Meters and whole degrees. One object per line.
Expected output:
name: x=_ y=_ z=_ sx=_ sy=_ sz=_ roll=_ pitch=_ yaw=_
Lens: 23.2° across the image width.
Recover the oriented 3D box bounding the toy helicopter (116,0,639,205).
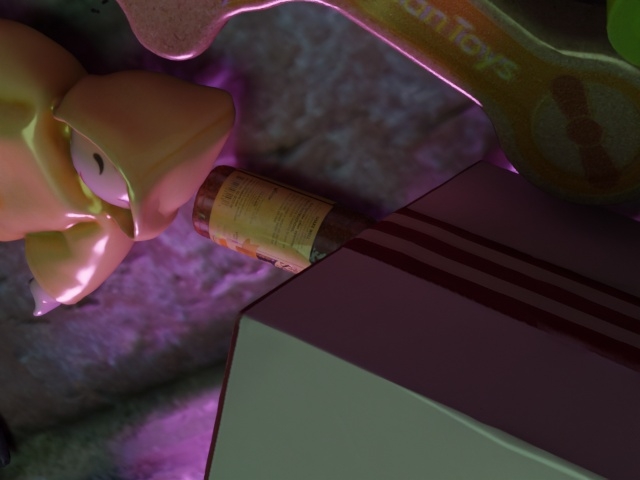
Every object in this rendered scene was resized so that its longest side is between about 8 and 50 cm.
toy helicopter: x=0.011 y=-0.142 z=0.604 sx=0.355 sy=0.140 sz=0.235 roll=34 pitch=129 yaw=-10

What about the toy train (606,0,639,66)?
toy train: x=0.097 y=-0.114 z=0.462 sx=0.105 sy=0.143 sz=0.248 roll=-26 pitch=136 yaw=31

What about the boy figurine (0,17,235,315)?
boy figurine: x=-0.160 y=-0.035 z=0.809 sx=0.285 sy=0.092 sz=0.177 roll=2 pitch=123 yaw=37

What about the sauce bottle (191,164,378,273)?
sauce bottle: x=0.000 y=0.000 z=0.760 sx=0.128 sy=0.042 sz=0.042 roll=21 pitch=134 yaw=21

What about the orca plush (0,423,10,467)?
orca plush: x=-0.280 y=0.156 z=1.077 sx=0.151 sy=0.102 sz=0.287 roll=-31 pitch=123 yaw=0

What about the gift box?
gift box: x=0.121 y=0.118 z=0.633 sx=0.258 sy=0.276 sz=0.255 roll=24 pitch=123 yaw=23
